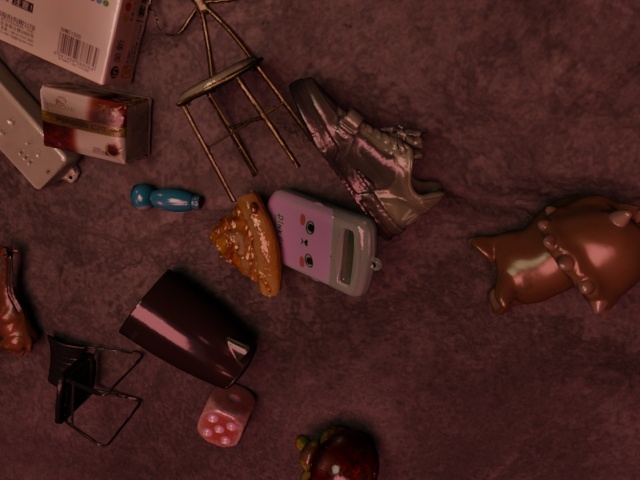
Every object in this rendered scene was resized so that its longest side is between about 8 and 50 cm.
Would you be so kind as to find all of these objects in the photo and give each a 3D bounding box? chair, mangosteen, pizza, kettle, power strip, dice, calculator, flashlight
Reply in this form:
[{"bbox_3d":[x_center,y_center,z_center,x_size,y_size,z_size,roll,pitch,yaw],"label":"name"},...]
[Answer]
[{"bbox_3d":[-0.148,-0.242,0.759,0.160,0.170,0.325,-21,110,21],"label":"chair"},{"bbox_3d":[0.024,0.435,0.983,0.182,0.156,0.145,31,149,17],"label":"mangosteen"},{"bbox_3d":[-0.136,-0.001,0.876,0.161,0.063,0.181,15,119,38],"label":"pizza"},{"bbox_3d":[-0.246,0.191,0.950,0.232,0.144,0.202,38,132,-7],"label":"kettle"},{"bbox_3d":[-0.498,0.295,1.029,0.221,0.145,0.140,15,111,7],"label":"chair"},{"bbox_3d":[-0.565,-0.237,0.890,0.098,0.058,0.338,-36,99,21],"label":"power strip"},{"bbox_3d":[-0.188,0.352,1.016,0.094,0.093,0.091,25,113,2],"label":"dice"},{"bbox_3d":[0.000,0.000,0.825,0.246,0.045,0.141,23,121,35],"label":"calculator"},{"bbox_3d":[-0.277,-0.075,0.899,0.129,0.051,0.051,5,111,7],"label":"flashlight"}]

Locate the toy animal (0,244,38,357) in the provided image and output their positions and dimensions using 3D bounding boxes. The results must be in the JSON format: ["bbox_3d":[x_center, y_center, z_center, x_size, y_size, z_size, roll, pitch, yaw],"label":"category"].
[{"bbox_3d":[-0.651,0.131,1.039,0.230,0.066,0.224,-26,97,30],"label":"toy animal"}]

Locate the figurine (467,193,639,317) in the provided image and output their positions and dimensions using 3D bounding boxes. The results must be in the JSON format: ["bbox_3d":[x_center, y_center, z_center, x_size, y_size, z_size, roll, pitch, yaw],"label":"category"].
[{"bbox_3d":[0.362,0.034,0.748,0.248,0.173,0.177,-18,106,16],"label":"figurine"}]

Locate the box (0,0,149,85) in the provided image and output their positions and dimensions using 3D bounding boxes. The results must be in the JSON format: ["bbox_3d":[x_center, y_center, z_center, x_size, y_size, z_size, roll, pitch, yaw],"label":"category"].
[{"bbox_3d":[-0.413,-0.396,0.783,0.274,0.091,0.220,26,112,1],"label":"box"}]

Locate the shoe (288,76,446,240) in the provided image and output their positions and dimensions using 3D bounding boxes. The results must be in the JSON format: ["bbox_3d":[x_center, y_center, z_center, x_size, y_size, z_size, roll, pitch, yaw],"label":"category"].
[{"bbox_3d":[0.085,-0.149,0.774,0.149,0.109,0.292,-31,106,17],"label":"shoe"}]

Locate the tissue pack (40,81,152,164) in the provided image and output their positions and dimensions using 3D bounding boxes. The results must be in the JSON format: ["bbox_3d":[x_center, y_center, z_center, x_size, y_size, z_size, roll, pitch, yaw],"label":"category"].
[{"bbox_3d":[-0.374,-0.199,0.844,0.149,0.099,0.105,13,112,6],"label":"tissue pack"}]
